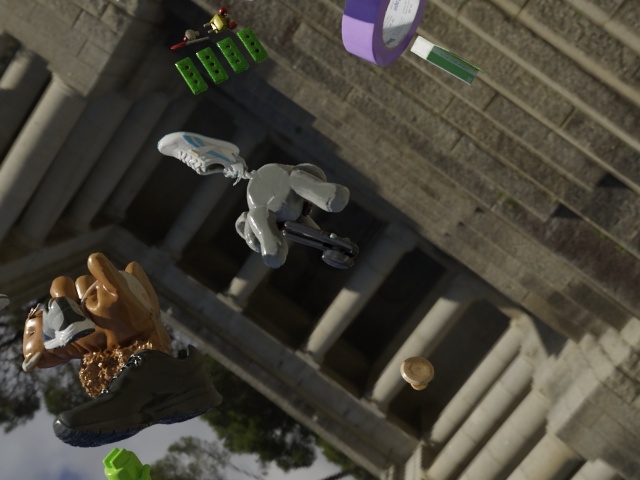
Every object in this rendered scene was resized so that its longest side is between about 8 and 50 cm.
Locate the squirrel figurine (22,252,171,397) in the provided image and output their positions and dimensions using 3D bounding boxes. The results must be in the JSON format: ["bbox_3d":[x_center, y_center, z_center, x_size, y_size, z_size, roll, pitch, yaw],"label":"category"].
[{"bbox_3d":[-0.621,0.277,2.133,0.396,0.371,0.281,58,-176,4],"label":"squirrel figurine"}]

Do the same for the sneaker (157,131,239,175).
[{"bbox_3d":[-0.348,-0.242,2.203,0.229,0.092,0.087,9,155,-3],"label":"sneaker"}]

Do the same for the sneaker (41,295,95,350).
[{"bbox_3d":[-0.573,0.179,1.738,0.271,0.100,0.108,-24,93,60],"label":"sneaker"}]

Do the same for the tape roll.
[{"bbox_3d":[0.162,-0.571,1.901,0.090,0.274,0.275,28,-171,22],"label":"tape roll"}]

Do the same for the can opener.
[{"bbox_3d":[0.000,0.000,1.772,0.186,0.059,0.073,27,-152,12],"label":"can opener"}]

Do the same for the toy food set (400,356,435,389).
[{"bbox_3d":[0.235,0.315,1.878,0.083,0.020,0.083,34,-124,26],"label":"toy food set"}]

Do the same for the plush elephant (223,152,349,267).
[{"bbox_3d":[-0.090,-0.083,2.048,0.330,0.272,0.255,41,180,25],"label":"plush elephant"}]

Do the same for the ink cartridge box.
[{"bbox_3d":[0.372,-0.495,2.185,0.171,0.056,0.235,22,-161,-24],"label":"ink cartridge box"}]

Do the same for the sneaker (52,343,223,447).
[{"bbox_3d":[-0.289,0.238,1.213,0.286,0.109,0.130,-6,-107,-51],"label":"sneaker"}]

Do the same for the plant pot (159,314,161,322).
[{"bbox_3d":[-0.637,0.250,2.522,0.290,0.195,0.290,13,-115,-29],"label":"plant pot"}]

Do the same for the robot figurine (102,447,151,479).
[{"bbox_3d":[-0.376,0.460,1.523,0.067,0.101,0.115,-50,-59,-45],"label":"robot figurine"}]

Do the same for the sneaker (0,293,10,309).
[{"bbox_3d":[-0.860,0.184,2.002,0.135,0.052,0.058,-24,-140,-29],"label":"sneaker"}]

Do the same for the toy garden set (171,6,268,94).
[{"bbox_3d":[-0.307,-0.550,2.256,0.203,0.244,0.049,57,166,12],"label":"toy garden set"}]
